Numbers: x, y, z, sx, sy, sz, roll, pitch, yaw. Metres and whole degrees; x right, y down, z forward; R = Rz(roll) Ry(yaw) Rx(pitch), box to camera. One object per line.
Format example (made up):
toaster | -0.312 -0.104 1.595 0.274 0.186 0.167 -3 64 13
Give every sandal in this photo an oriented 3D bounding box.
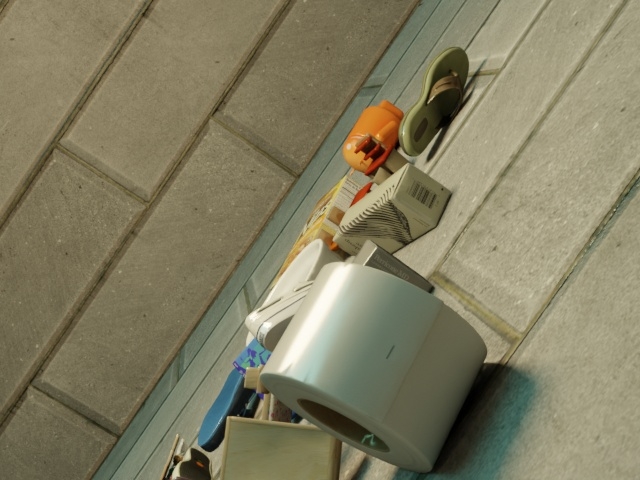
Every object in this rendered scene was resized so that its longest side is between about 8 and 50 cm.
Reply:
sandal | 0.279 -0.314 2.079 0.086 0.120 0.302 3 57 45

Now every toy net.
toy net | -0.370 0.601 2.328 0.232 0.045 0.122 -77 7 -69

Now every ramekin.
ramekin | -0.026 0.146 1.909 0.277 0.135 0.277 -52 11 15

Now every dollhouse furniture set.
dollhouse furniture set | -0.030 0.369 1.488 0.355 0.174 0.303 48 -132 -74
dollhouse furniture set | 0.098 -0.107 2.121 0.259 0.135 0.262 -62 12 -28

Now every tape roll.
tape roll | 0.067 0.163 1.156 0.169 0.246 0.246 -59 11 -19

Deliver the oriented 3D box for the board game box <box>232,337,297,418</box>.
board game box | -0.054 0.224 1.732 0.210 0.160 0.047 -51 -17 26

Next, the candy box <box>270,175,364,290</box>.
candy box | 0.000 0.000 2.357 0.183 0.088 0.316 -40 20 56

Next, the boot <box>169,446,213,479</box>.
boot | -0.327 0.586 2.064 0.176 0.088 0.244 -56 3 -1

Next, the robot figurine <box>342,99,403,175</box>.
robot figurine | 0.142 -0.274 2.445 0.158 0.128 0.219 14 64 38

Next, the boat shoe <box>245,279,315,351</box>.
boat shoe | -0.017 0.107 1.639 0.258 0.084 0.095 -23 -49 -29

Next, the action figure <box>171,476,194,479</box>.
action figure | -0.247 0.556 1.773 0.185 0.099 0.285 -51 25 -9

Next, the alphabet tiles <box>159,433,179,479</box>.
alphabet tiles | -0.394 0.598 2.240 0.198 0.009 0.237 116 173 -71

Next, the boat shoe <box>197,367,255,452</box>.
boat shoe | -0.188 0.384 2.063 0.109 0.089 0.258 -27 23 42

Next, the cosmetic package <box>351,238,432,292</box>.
cosmetic package | 0.071 0.130 1.560 0.238 0.127 0.107 -56 10 7

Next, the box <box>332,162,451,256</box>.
box | 0.139 -0.047 1.835 0.094 0.113 0.275 -63 11 -28
